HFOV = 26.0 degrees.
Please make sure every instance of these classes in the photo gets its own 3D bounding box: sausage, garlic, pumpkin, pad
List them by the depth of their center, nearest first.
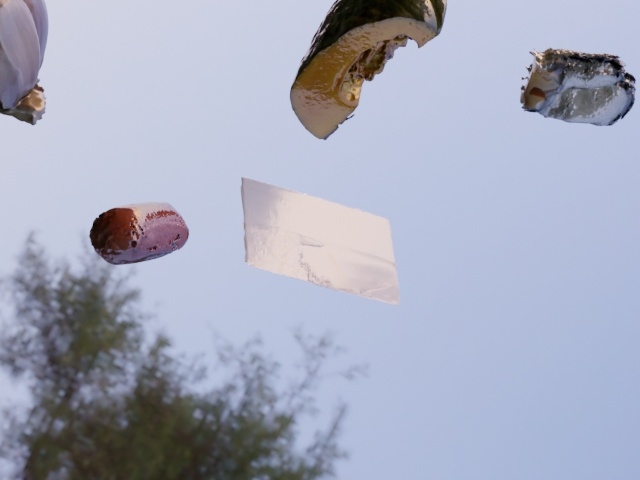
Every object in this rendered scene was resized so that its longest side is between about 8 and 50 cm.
[{"bbox_3d":[-0.401,-0.219,1.503,0.214,0.191,0.160,-7,-153,12],"label":"garlic"},{"bbox_3d":[-0.210,-0.009,1.607,0.076,0.141,0.076,5,-81,30],"label":"sausage"},{"bbox_3d":[0.000,0.000,1.825,0.004,0.232,0.156,-51,-148,42],"label":"pad"},{"bbox_3d":[0.041,-0.287,1.867,0.278,0.111,0.163,-42,-141,37],"label":"pumpkin"}]

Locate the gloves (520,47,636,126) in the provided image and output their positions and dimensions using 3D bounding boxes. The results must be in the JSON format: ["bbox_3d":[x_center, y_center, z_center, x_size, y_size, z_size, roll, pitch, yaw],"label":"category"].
[{"bbox_3d":[0.346,-0.209,1.846,0.070,0.153,0.114,-85,-173,-55],"label":"gloves"}]
